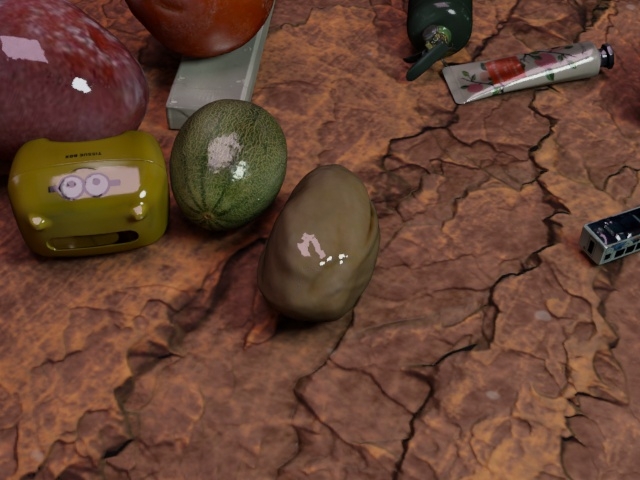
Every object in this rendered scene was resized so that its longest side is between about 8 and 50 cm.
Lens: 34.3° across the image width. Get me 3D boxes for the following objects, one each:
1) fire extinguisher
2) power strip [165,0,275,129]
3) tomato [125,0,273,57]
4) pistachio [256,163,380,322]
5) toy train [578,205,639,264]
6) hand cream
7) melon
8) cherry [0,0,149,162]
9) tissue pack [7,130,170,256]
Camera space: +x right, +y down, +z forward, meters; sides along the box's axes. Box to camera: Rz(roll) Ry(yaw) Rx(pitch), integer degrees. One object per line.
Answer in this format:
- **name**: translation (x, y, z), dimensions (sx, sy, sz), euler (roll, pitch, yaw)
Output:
- **fire extinguisher**: translation (0.172, -0.351, 1.529), dimensions (0.114, 0.095, 0.311), euler (-26, 35, 27)
- **power strip**: translation (-0.138, -0.267, 1.470), dimensions (0.106, 0.043, 0.367), euler (4, 44, 5)
- **tomato**: translation (-0.175, -0.354, 1.384), dimensions (0.188, 0.232, 0.232), euler (-41, 46, 14)
- **pistachio**: translation (0.000, 0.000, 1.148), dimensions (0.136, 0.136, 0.226), euler (7, 39, 6)
- **toy train**: translation (0.403, -0.024, 1.226), dimensions (0.207, 0.047, 0.043), euler (-18, 48, -20)
- **hand cream**: translation (0.293, -0.238, 1.450), dimensions (0.234, 0.050, 0.080), euler (-11, 49, -4)
- **melon**: translation (-0.107, -0.095, 1.227), dimensions (0.139, 0.139, 0.192), euler (8, 46, 7)
- **cherry**: translation (-0.352, -0.196, 1.274), dimensions (0.285, 0.213, 0.236), euler (23, 44, 0)
- **tissue pack**: translation (-0.262, -0.047, 1.185), dimensions (0.178, 0.123, 0.127), euler (-5, 52, -6)
